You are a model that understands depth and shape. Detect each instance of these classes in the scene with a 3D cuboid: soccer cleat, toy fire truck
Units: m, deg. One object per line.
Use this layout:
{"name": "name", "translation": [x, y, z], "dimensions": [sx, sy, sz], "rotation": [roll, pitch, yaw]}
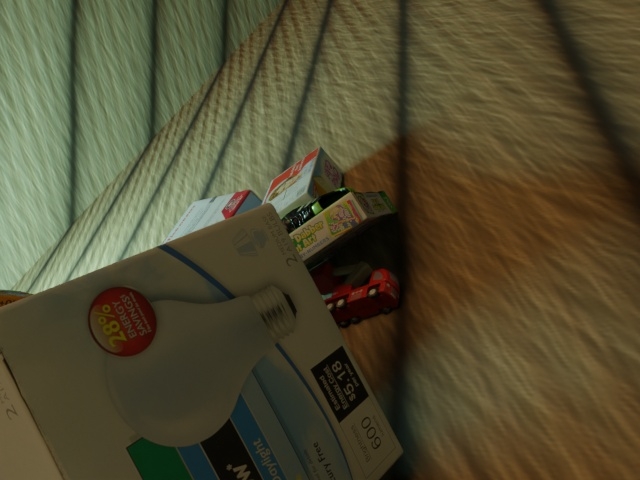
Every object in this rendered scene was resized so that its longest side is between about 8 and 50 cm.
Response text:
{"name": "soccer cleat", "translation": [-0.015, -0.050, 1.179], "dimensions": [0.179, 0.060, 0.072], "rotation": [-30, -10, 6]}
{"name": "toy fire truck", "translation": [0.054, 0.079, 1.076], "dimensions": [0.192, 0.047, 0.135], "rotation": [-23, 32, 33]}

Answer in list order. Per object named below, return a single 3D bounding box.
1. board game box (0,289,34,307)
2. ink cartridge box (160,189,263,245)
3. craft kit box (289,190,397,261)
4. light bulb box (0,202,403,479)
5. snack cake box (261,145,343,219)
{"name": "board game box", "translation": [-0.918, 0.299, 1.590], "dimensions": [0.356, 0.357, 0.356], "rotation": [-1, 81, 53]}
{"name": "ink cartridge box", "translation": [-0.259, -0.004, 1.542], "dimensions": [0.273, 0.114, 0.197], "rotation": [-4, 48, 50]}
{"name": "craft kit box", "translation": [0.000, 0.000, 1.118], "dimensions": [0.250, 0.061, 0.247], "rotation": [-34, -9, 18]}
{"name": "light bulb box", "translation": [-0.156, 0.195, 0.698], "dimensions": [0.225, 0.358, 0.361], "rotation": [-29, -1, 42]}
{"name": "snack cake box", "translation": [-0.045, -0.087, 1.361], "dimensions": [0.152, 0.089, 0.264], "rotation": [-34, 20, 22]}
